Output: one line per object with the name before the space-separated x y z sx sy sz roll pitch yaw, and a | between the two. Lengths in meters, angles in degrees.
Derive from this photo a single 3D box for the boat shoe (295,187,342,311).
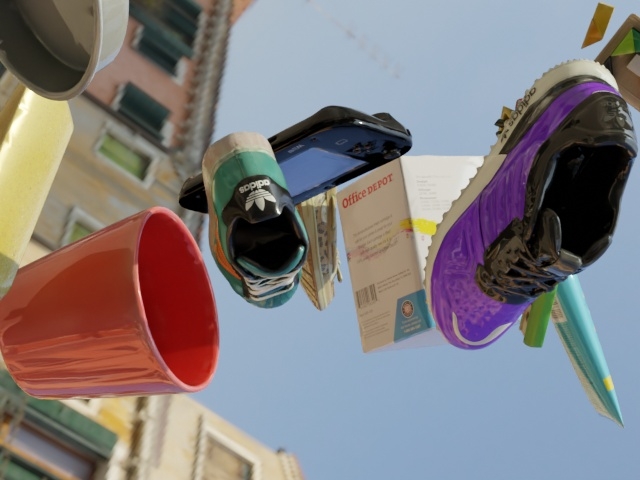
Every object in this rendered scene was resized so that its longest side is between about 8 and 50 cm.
boat shoe | 0.000 0.000 2.007 0.089 0.285 0.104 -23 -137 -18

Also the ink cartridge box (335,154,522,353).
ink cartridge box | 0.172 0.021 1.851 0.198 0.197 0.270 -29 -112 57

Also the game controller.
game controller | -0.038 -0.093 1.526 0.319 0.166 0.067 -24 -105 39

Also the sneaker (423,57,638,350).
sneaker | 0.181 -0.002 1.019 0.146 0.102 0.293 -106 -146 -56

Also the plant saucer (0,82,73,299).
plant saucer | -0.412 -0.023 1.466 0.333 0.081 0.332 -33 -143 56

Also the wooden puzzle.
wooden puzzle | 0.288 -0.161 1.073 0.014 0.116 0.078 -46 166 -55

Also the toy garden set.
toy garden set | 0.230 -0.031 1.379 0.244 0.049 0.203 -96 -170 -56

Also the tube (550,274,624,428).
tube | 0.336 0.140 1.507 0.052 0.207 0.080 -22 -175 -1

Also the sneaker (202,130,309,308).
sneaker | -0.070 0.013 1.356 0.108 0.302 0.121 -19 -124 -5

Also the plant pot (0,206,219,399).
plant pot | -0.307 0.108 1.675 0.243 0.274 0.275 -14 -145 15

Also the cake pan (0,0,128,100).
cake pan | -0.299 -0.295 1.247 0.054 0.293 0.293 -28 -177 -36
